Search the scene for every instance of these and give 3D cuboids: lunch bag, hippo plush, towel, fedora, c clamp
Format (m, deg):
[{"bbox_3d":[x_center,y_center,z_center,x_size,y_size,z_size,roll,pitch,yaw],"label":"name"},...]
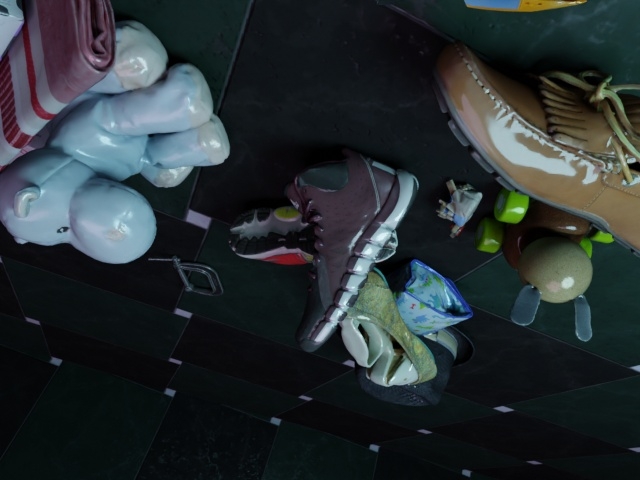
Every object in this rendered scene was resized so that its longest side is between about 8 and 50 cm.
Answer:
[{"bbox_3d":[0.184,0.119,0.869,0.151,0.096,0.129,34,143,-12],"label":"lunch bag"},{"bbox_3d":[-0.271,-0.108,0.555,0.294,0.236,0.234,26,145,-20],"label":"hippo plush"},{"bbox_3d":[-0.302,-0.200,0.453,0.329,0.236,0.037,-17,171,38],"label":"towel"},{"bbox_3d":[0.184,0.285,1.069,0.334,0.152,0.334,10,147,6],"label":"fedora"},{"bbox_3d":[-0.290,0.081,1.051,0.137,0.022,0.160,1,144,9],"label":"c clamp"}]

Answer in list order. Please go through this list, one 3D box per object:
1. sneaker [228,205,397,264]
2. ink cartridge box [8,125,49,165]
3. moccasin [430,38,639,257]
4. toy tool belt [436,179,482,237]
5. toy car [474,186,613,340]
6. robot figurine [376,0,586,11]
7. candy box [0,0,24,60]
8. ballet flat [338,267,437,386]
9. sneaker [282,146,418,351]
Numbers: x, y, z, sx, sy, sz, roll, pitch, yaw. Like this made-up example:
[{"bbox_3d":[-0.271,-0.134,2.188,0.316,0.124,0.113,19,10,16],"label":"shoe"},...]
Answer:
[{"bbox_3d":[-0.009,-0.006,0.773,0.279,0.107,0.118,3,166,17],"label":"sneaker"},{"bbox_3d":[-0.407,-0.107,0.747,0.140,0.082,0.191,27,143,-21],"label":"ink cartridge box"},{"bbox_3d":[0.280,-0.098,0.475,0.380,0.139,0.147,27,131,-14],"label":"moccasin"},{"bbox_3d":[0.192,-0.048,0.668,0.051,0.052,0.083,38,149,19],"label":"toy tool belt"},{"bbox_3d":[0.302,0.040,0.622,0.155,0.188,0.149,12,147,2],"label":"toy car"},{"bbox_3d":[0.117,-0.260,0.329,0.291,0.085,0.211,7,146,8],"label":"robot figurine"},{"bbox_3d":[-0.334,-0.246,0.406,0.165,0.196,0.070,-19,171,39],"label":"candy box"},{"bbox_3d":[0.108,0.185,0.816,0.123,0.123,0.348,-7,134,28],"label":"ballet flat"},{"bbox_3d":[0.000,0.000,0.646,0.163,0.281,0.106,30,-179,2],"label":"sneaker"}]
